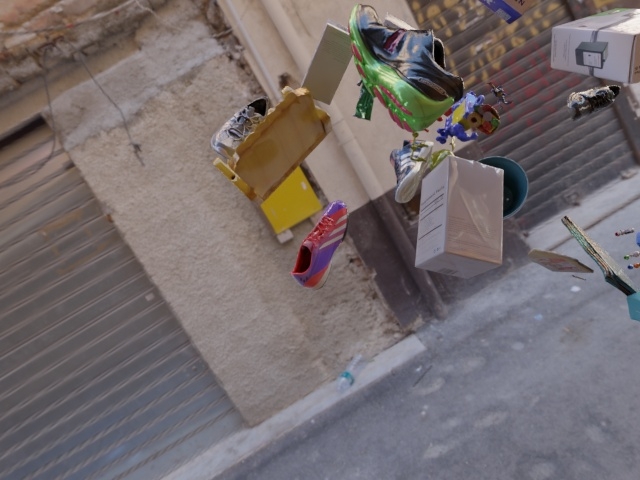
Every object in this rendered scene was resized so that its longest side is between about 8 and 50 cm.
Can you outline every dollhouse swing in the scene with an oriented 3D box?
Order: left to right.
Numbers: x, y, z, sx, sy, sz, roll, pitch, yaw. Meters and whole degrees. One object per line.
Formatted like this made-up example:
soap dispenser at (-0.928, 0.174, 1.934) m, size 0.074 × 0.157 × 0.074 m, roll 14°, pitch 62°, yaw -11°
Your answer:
dollhouse swing at (-0.182, -0.330, 1.348) m, size 0.347 × 0.315 × 0.305 m, roll -47°, pitch -29°, yaw -1°

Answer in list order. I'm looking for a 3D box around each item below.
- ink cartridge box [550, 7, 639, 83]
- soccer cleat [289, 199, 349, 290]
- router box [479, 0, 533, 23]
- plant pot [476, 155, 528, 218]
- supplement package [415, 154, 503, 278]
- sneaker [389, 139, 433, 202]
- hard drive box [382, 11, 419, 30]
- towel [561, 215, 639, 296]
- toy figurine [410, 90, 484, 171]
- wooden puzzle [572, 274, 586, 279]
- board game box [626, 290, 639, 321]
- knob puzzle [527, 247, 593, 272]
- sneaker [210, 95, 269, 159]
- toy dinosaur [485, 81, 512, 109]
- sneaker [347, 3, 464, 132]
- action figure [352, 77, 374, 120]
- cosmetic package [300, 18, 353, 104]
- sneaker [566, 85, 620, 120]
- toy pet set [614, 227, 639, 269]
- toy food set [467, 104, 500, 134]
ink cartridge box at (0.750, -0.489, 1.117) m, size 0.199 × 0.114 × 0.273 m, roll -18°, pitch 31°, yaw -5°
soccer cleat at (0.000, 0.000, 1.457) m, size 0.109 × 0.116 × 0.318 m, roll 9°, pitch 72°, yaw 43°
router box at (0.386, -0.703, 0.962) m, size 0.301 × 0.335 × 0.082 m, roll -54°, pitch 5°, yaw 12°
plant pot at (0.796, -0.214, 2.054) m, size 0.290 × 0.290 × 0.195 m, roll -27°, pitch -21°, yaw 21°
supplement package at (0.397, -0.062, 1.291) m, size 0.175 × 0.178 × 0.292 m, roll 129°, pitch 152°, yaw -68°
sneaker at (0.331, -0.285, 1.802) m, size 0.148 × 0.131 × 0.350 m, roll 19°, pitch 50°, yaw 19°
hard drive box at (0.320, -0.772, 1.823) m, size 0.181 × 0.232 × 0.089 m, roll -56°, pitch 12°, yaw 44°
towel at (0.965, 0.084, 1.515) m, size 0.040 × 0.271 × 0.370 m, roll -45°, pitch 19°, yaw 26°
toy figurine at (0.449, -0.404, 1.508) m, size 0.217 × 0.191 × 0.362 m, roll -39°, pitch 27°, yaw 50°
wooden puzzle at (1.048, 0.151, 1.827) m, size 0.049 × 0.006 × 0.083 m, roll 19°, pitch 6°, yaw 25°
board game box at (1.069, 0.177, 1.201) m, size 0.254 × 0.079 × 0.336 m, roll -19°, pitch 10°, yaw -10°
knob puzzle at (0.831, 0.063, 1.600) m, size 0.030 × 0.213 × 0.213 m, roll -68°, pitch 17°, yaw -10°
sneaker at (-0.230, -0.339, 1.311) m, size 0.115 × 0.105 × 0.281 m, roll -53°, pitch 12°, yaw 43°
toy dinosaur at (0.574, -0.462, 1.424) m, size 0.047 × 0.090 × 0.082 m, roll -32°, pitch -30°, yaw 28°
sneaker at (0.219, -0.482, 1.214) m, size 0.202 × 0.482 × 0.185 m, roll -26°, pitch -31°, yaw 0°
action figure at (0.171, -0.563, 1.644) m, size 0.064 × 0.232 × 0.137 m, roll 18°, pitch 12°, yaw 22°
cosmetic package at (0.027, -0.577, 1.467) m, size 0.085 × 0.117 × 0.231 m, roll -85°, pitch 21°, yaw -53°
sneaker at (0.980, -0.509, 1.622) m, size 0.267 × 0.101 × 0.106 m, roll -31°, pitch 13°, yaw -33°
toy pet set at (0.935, 0.019, 1.330) m, size 0.065 × 0.122 × 0.114 m, roll -7°, pitch -14°, yaw -35°
toy food set at (0.417, -0.306, 1.142) m, size 0.020 × 0.083 × 0.082 m, roll -34°, pitch -12°, yaw -26°
